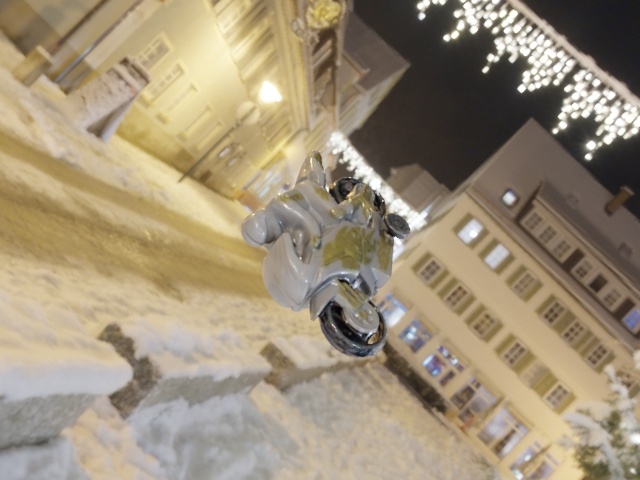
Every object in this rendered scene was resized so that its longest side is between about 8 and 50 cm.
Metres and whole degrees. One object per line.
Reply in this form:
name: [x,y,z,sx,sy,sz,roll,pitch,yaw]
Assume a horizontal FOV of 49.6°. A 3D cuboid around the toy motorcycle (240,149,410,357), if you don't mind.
toy motorcycle: [0.000,0.000,0.631,0.151,0.074,0.228,23,42,-16]
